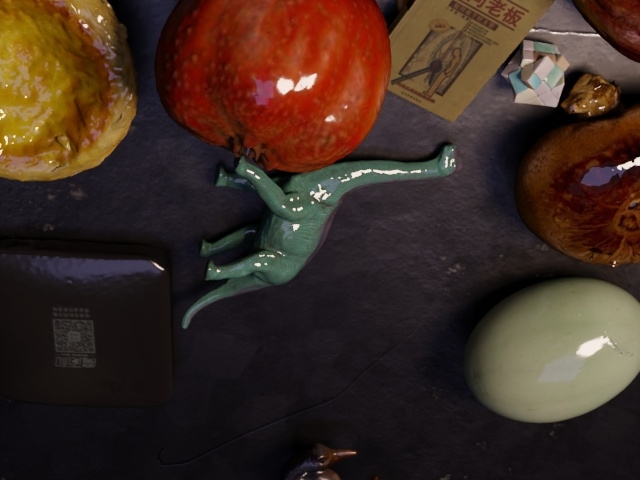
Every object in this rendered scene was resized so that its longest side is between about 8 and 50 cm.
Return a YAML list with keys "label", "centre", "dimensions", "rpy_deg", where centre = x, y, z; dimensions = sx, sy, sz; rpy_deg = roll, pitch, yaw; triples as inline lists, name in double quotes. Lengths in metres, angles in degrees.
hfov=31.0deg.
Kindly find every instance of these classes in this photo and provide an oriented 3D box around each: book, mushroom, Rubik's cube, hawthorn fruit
- label: "book"
  centre: [0.178, -0.271, 1.510]
  dimensions: [0.161, 0.026, 0.231]
  rpy_deg: [23, 124, -24]
- label: "mushroom"
  centre: [0.411, -0.086, 1.564]
  dimensions: [0.297, 0.163, 0.278]
  rpy_deg: [-22, 120, 8]
- label: "Rubik's cube"
  centre: [0.287, -0.225, 1.529]
  dimensions: [0.084, 0.075, 0.073]
  rpy_deg: [-5, 143, -15]
- label: "hawthorn fruit"
  centre: [-0.048, -0.253, 1.426]
  dimensions: [0.287, 0.287, 0.330]
  rpy_deg: [17, 79, -10]

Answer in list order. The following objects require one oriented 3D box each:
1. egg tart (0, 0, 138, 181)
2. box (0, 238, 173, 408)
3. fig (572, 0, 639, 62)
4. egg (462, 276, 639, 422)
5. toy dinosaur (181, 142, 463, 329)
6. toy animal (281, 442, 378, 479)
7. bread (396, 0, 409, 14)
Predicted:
- label: "egg tart"
  centre: [-0.386, -0.233, 1.507]
  dimensions: [0.319, 0.128, 0.319]
  rpy_deg: [-1, 121, -2]
- label: "box"
  centre: [-0.370, 0.128, 1.762]
  dimensions: [0.290, 0.073, 0.289]
  rpy_deg: [2, 121, 0]
- label: "fig"
  centre: [0.413, -0.323, 1.392]
  dimensions: [0.263, 0.224, 0.224]
  rpy_deg: [27, 118, -8]
- label: "egg"
  centre: [0.345, 0.161, 1.696]
  dimensions: [0.283, 0.203, 0.203]
  rpy_deg: [-21, 119, 18]
- label: "toy dinosaur"
  centre: [0.000, 0.000, 1.674]
  dimensions: [0.331, 0.129, 0.383]
  rpy_deg: [10, 123, -16]
- label: "toy animal"
  centre: [0.014, 0.459, 1.937]
  dimensions: [0.185, 0.122, 0.298]
  rpy_deg: [2, 130, -13]
- label: "bread"
  centre: [0.152, -0.312, 1.509]
  dimensions: [0.110, 0.024, 0.110]
  rpy_deg: [-1, 121, -2]
